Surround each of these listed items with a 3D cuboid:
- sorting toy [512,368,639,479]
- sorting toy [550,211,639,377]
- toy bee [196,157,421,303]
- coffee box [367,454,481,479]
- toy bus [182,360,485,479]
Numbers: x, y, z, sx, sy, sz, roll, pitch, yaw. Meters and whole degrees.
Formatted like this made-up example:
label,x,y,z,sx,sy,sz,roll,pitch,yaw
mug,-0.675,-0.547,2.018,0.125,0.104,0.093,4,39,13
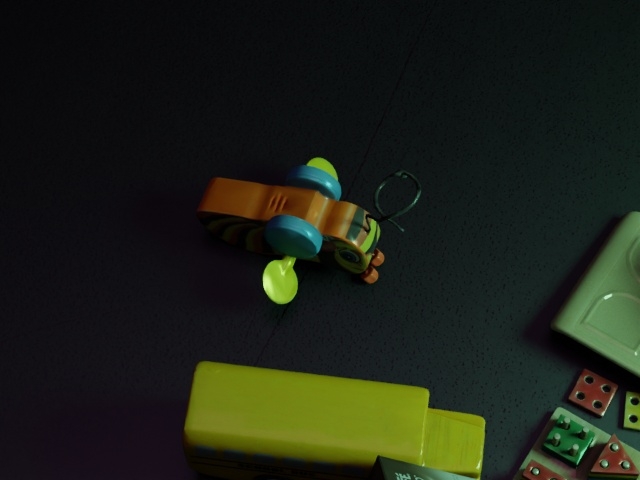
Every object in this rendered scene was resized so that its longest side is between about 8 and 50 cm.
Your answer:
label,x,y,z,sx,sy,sz,roll,pitch,yaw
sorting toy,0.305,0.262,1.754,0.132,0.046,0.274,30,65,16
sorting toy,0.448,0.055,1.874,0.229,0.041,0.307,28,58,19
toy bee,0.000,0.000,1.863,0.298,0.162,0.195,26,70,42
coffee box,0.169,0.328,1.616,0.246,0.098,0.141,15,18,-13
toy bus,0.019,0.220,1.731,0.332,0.130,0.108,7,61,4
